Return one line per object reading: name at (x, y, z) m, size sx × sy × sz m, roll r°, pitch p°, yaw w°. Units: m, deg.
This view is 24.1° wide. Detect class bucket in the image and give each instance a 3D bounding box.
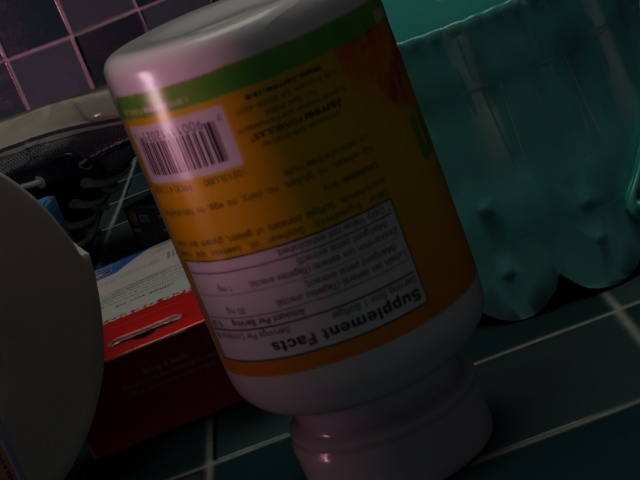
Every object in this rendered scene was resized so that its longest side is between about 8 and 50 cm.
bucket at (0.107, -0.078, 0.990) m, size 0.281 × 0.183 × 0.281 m, roll -19°, pitch 16°, yaw 6°

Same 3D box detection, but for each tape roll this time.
tape roll at (-0.259, 0.049, 0.806) m, size 0.246 × 0.246 × 0.169 m, roll -27°, pitch 26°, yaw -21°

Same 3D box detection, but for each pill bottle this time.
pill bottle at (0.000, 0.000, 0.739) m, size 0.136 × 0.246 × 0.136 m, roll -20°, pitch 15°, yaw 5°

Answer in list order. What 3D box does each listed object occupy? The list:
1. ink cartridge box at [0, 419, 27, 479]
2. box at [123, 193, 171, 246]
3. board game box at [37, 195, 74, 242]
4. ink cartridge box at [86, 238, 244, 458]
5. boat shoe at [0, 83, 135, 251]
ink cartridge box at (-0.260, 0.223, 0.501) m, size 0.270 × 0.151 × 0.395 m, roll -20°, pitch 13°, yaw 10°
box at (-0.057, -0.046, 1.381) m, size 0.159 × 0.044 × 0.233 m, roll -31°, pitch 17°, yaw -31°
board game box at (-0.379, 0.086, 1.280) m, size 0.308 × 0.086 × 0.302 m, roll -20°, pitch 14°, yaw 7°
ink cartridge box at (-0.101, 0.064, 0.984) m, size 0.134 × 0.078 × 0.231 m, roll -22°, pitch 15°, yaw 0°
boat shoe at (-0.229, -0.061, 1.454) m, size 0.340 × 0.158 × 0.127 m, roll -13°, pitch 11°, yaw 32°
